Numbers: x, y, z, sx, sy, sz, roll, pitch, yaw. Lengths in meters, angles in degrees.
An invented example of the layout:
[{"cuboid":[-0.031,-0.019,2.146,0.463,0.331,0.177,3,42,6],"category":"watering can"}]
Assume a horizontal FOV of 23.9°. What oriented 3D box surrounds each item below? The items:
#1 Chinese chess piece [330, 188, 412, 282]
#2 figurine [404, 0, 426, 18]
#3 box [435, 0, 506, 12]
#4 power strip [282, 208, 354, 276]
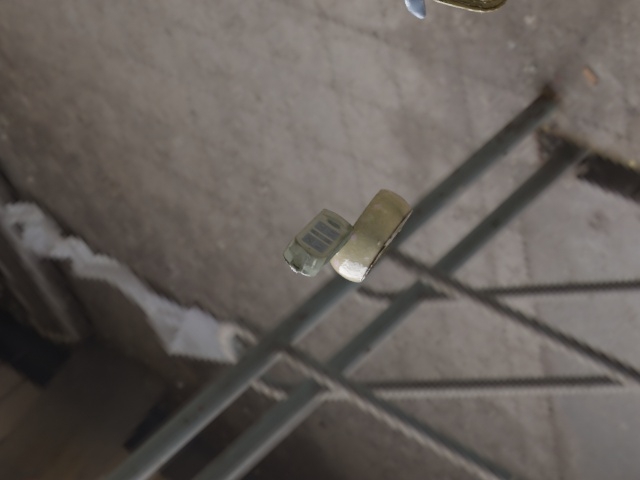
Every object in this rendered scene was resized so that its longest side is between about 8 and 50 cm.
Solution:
[{"cuboid":[0.062,-0.006,1.850,0.051,0.122,0.122,36,153,4],"category":"Chinese chess piece"},{"cuboid":[0.109,-0.292,1.365,0.128,0.208,0.184,58,156,3],"category":"figurine"},{"cuboid":[0.156,-0.320,1.582,0.111,0.177,0.111,7,150,4],"category":"box"},{"cuboid":[0.000,0.000,1.730,0.047,0.191,0.030,34,111,4],"category":"power strip"}]
